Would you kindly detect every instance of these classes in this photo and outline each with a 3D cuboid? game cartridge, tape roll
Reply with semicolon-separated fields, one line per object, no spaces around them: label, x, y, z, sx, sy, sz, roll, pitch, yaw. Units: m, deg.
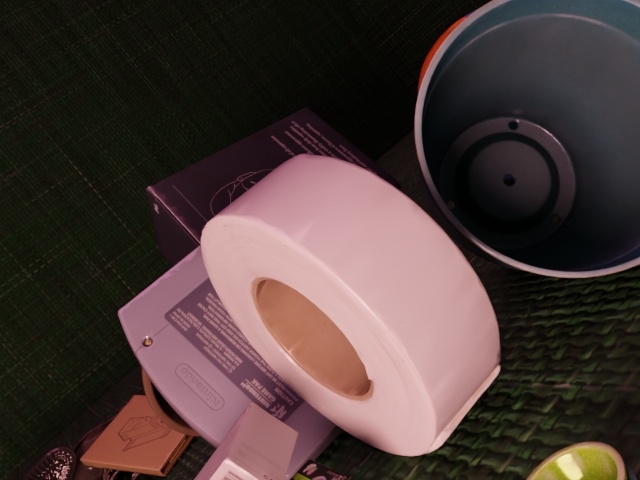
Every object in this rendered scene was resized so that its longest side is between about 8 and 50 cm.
game cartridge;-0.094;0.139;0.788;0.198;0.297;0.062;-43;-24;-21
tape roll;0.021;0.064;0.612;0.100;0.286;0.286;-42;8;-28

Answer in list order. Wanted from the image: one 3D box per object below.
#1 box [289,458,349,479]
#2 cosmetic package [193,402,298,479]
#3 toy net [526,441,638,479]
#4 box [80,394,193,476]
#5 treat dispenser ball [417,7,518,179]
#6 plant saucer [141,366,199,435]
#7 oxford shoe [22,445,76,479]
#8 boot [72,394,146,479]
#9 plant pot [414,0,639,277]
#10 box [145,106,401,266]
box;0.000;0.234;0.563;0.062;0.052;0.083;-41;9;-22
cosmetic package;-0.112;0.271;0.599;0.239;0.061;0.099;-55;5;16
toy net;0.135;0.176;0.281;0.122;0.045;0.232;-38;7;-1
box;-0.309;0.344;1.178;0.201;0.021;0.164;-7;30;32
treat dispenser ball;0.307;-0.244;1.089;0.288;0.288;0.288;-38;7;6
plant saucer;-0.141;0.150;0.962;0.041;0.277;0.278;18;51;45
oxford shoe;-0.549;0.500;1.297;0.227;0.083;0.096;-58;0;2
boot;-0.403;0.421;1.272;0.263;0.091;0.229;-46;16;-5
plant pot;0.229;-0.089;0.707;0.272;0.271;0.255;-39;-7;-1
box;-0.089;-0.041;1.312;0.396;0.293;0.211;-31;-30;-26
